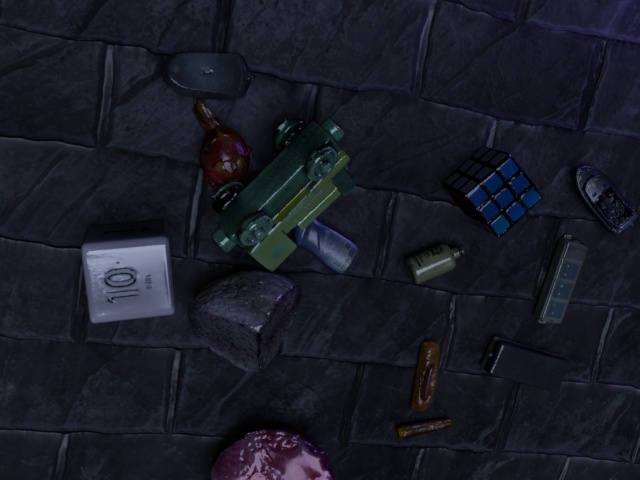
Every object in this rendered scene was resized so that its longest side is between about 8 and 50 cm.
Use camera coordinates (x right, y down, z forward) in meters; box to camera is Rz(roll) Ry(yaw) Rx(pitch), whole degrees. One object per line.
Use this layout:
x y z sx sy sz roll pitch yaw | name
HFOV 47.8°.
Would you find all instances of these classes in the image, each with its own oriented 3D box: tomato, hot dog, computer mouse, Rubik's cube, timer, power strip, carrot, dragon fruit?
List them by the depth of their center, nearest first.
-0.263 -0.389 1.694 0.228 0.068 0.113 0 92 -24 | computer mouse
-0.451 0.069 1.710 0.194 0.194 0.193 -6 107 -13 | timer
-0.245 -0.232 1.721 0.125 0.125 0.246 -26 91 -35 | dragon fruit
-0.187 0.171 1.799 0.221 0.283 0.204 22 57 12 | dragon fruit
0.446 -0.128 1.879 0.162 0.163 0.160 -43 110 0 | Rubik's cube
-0.132 0.640 1.962 0.335 0.176 0.290 -39 89 0 | tomato
0.304 0.389 2.053 0.066 0.047 0.216 6 104 -17 | hot dog
0.685 0.119 2.061 0.078 0.052 0.272 12 103 -16 | power strip
0.305 0.544 2.099 0.170 0.042 0.042 -8 107 -11 | carrot
0.592 0.359 2.101 0.256 0.070 0.105 18 98 -19 | power strip

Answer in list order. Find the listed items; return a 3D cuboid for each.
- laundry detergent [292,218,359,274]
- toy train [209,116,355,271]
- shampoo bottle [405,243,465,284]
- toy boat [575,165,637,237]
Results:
0.000 0.000 1.865 0.206 0.061 0.097 36 94 -19 | laundry detergent
-0.080 -0.109 1.705 0.397 0.160 0.253 -46 150 0 | toy train
0.314 0.055 1.943 0.162 0.079 0.079 -22 109 -6 | shampoo bottle
0.783 -0.115 1.995 0.093 0.103 0.246 -44 107 3 | toy boat
